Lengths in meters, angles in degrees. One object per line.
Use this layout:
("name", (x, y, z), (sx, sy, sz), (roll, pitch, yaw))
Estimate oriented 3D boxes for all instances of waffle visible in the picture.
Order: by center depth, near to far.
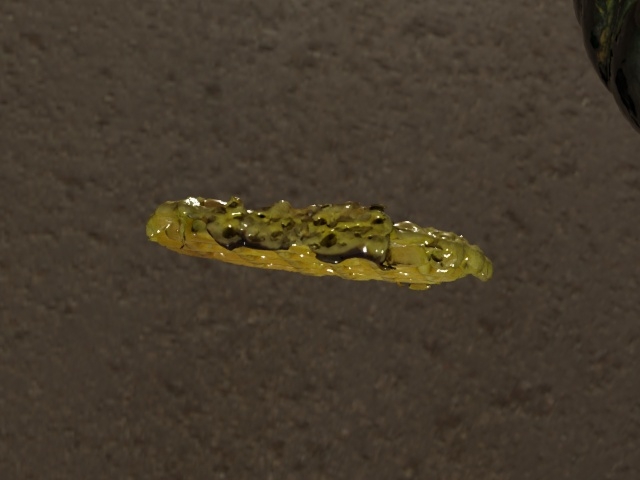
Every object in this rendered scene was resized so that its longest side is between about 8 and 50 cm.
("waffle", (0.000, 0.004, 1.287), (0.307, 0.312, 0.060), (13, 81, -47))

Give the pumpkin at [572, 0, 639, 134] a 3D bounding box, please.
("pumpkin", (0.313, -0.201, 0.857), (0.296, 0.295, 0.295), (6, 49, -7))
